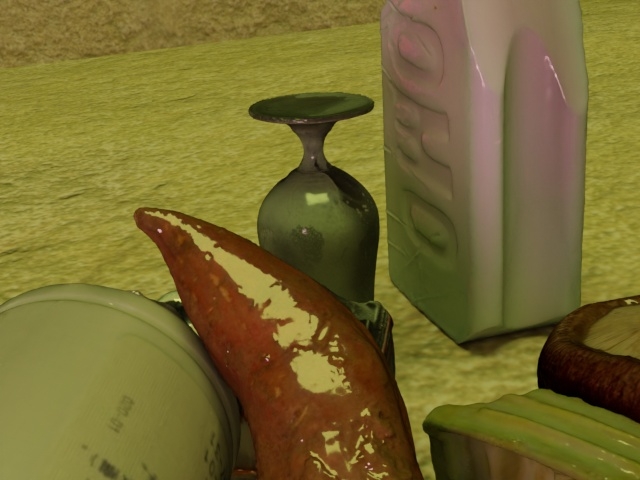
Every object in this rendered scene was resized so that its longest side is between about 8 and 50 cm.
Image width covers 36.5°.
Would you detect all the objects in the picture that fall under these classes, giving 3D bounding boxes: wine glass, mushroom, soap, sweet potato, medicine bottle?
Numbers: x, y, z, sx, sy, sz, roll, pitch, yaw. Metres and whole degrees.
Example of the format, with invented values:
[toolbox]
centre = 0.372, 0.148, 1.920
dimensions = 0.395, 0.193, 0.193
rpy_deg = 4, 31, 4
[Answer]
[wine glass]
centre = 0.000, 0.000, 0.803
dimensions = 0.103, 0.231, 0.103
rpy_deg = -4, 20, 2
[mushroom]
centre = 0.248, 0.110, 0.636
dimensions = 0.194, 0.138, 0.231
rpy_deg = -14, 9, 12
[soap]
centre = 0.139, -0.099, 0.864
dimensions = 0.115, 0.347, 0.208
rpy_deg = -11, 23, -18
[sweet potato]
centre = 0.008, 0.116, 0.528
dimensions = 0.106, 0.095, 0.355
rpy_deg = -9, 59, -36
[medicine bottle]
centre = -0.160, 0.172, 0.469
dimensions = 0.190, 0.190, 0.332
rpy_deg = -2, 22, 8

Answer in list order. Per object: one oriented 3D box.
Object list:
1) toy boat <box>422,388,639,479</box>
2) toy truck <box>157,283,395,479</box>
[toy boat]
centre = 0.175, 0.165, 0.521
dimensions = 0.084, 0.111, 0.276
rpy_deg = -19, 25, -33
[toy truck]
centre = -0.080, 0.114, 0.685
dimensions = 0.270, 0.135, 0.114
rpy_deg = -5, 24, 12
